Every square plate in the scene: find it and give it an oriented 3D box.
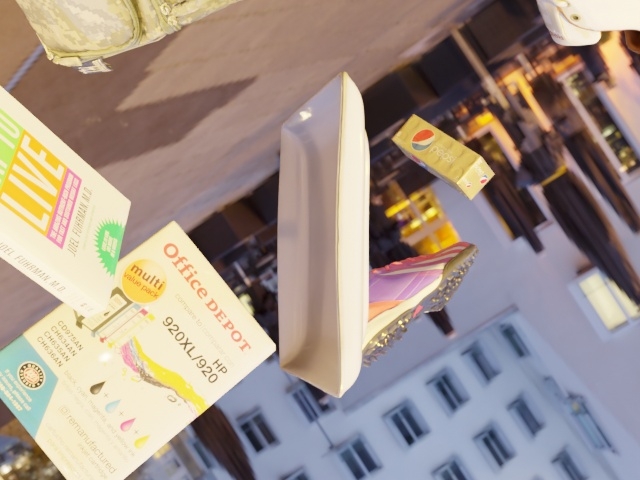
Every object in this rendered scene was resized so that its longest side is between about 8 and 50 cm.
[{"bbox_3d":[0.000,0.000,1.120,0.049,0.344,0.347,1,177,-13],"label":"square plate"}]

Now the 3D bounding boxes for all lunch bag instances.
[{"bbox_3d":[-0.249,-0.357,1.001,0.255,0.305,0.213,-20,-137,8],"label":"lunch bag"}]

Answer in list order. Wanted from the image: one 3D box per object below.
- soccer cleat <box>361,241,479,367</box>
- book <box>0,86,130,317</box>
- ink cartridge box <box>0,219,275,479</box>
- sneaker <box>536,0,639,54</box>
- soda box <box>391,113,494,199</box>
[{"bbox_3d":[0.125,0.070,1.412,0.318,0.116,0.109,-34,153,-36],"label":"soccer cleat"},{"bbox_3d":[-0.185,-0.027,0.574,0.035,0.144,0.096,-25,-138,25],"label":"book"},{"bbox_3d":[-0.196,0.121,0.943,0.232,0.171,0.168,-39,-177,-16],"label":"ink cartridge box"},{"bbox_3d":[0.207,-0.235,0.785,0.123,0.290,0.106,-60,-154,25],"label":"sneaker"},{"bbox_3d":[0.204,-0.142,1.542,0.061,0.181,0.058,-49,135,1],"label":"soda box"}]
